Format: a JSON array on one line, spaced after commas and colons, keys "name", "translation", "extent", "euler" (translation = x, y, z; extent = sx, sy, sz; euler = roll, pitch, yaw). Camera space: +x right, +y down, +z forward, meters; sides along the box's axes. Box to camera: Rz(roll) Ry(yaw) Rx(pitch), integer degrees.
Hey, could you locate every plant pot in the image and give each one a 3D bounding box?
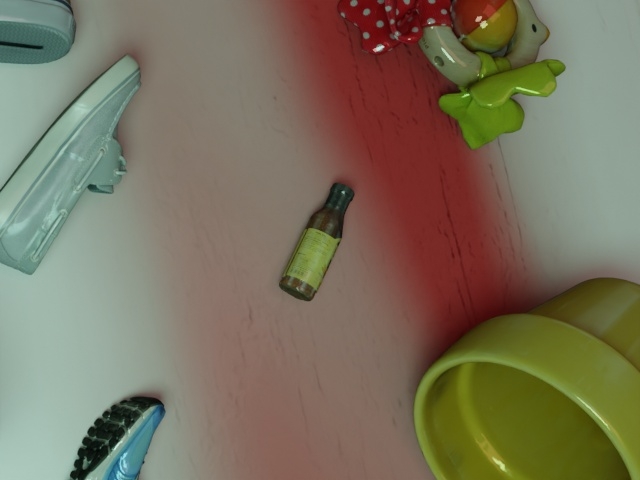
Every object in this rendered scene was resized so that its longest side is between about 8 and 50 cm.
[{"name": "plant pot", "translation": [0.265, 0.164, 0.903], "extent": [0.239, 0.254, 0.254], "euler": [-33, 96, -38]}]

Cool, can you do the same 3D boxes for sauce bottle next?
[{"name": "sauce bottle", "translation": [0.000, 0.000, 0.912], "extent": [0.042, 0.042, 0.128], "euler": [31, 74, -16]}]

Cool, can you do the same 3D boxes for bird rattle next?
[{"name": "bird rattle", "translation": [0.157, -0.236, 0.992], "extent": [0.253, 0.143, 0.207], "euler": [42, 58, 1]}]

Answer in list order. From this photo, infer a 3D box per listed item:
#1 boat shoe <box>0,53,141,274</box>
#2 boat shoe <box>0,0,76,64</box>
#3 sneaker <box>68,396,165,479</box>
[{"name": "boat shoe", "translation": [-0.228, -0.069, 0.816], "extent": [0.081, 0.079, 0.227], "euler": [39, 76, -20]}, {"name": "boat shoe", "translation": [-0.372, -0.223, 0.771], "extent": [0.302, 0.109, 0.094], "euler": [3, 66, -31]}, {"name": "sneaker", "translation": [-0.189, 0.220, 0.807], "extent": [0.073, 0.063, 0.162], "euler": [38, 74, -32]}]
